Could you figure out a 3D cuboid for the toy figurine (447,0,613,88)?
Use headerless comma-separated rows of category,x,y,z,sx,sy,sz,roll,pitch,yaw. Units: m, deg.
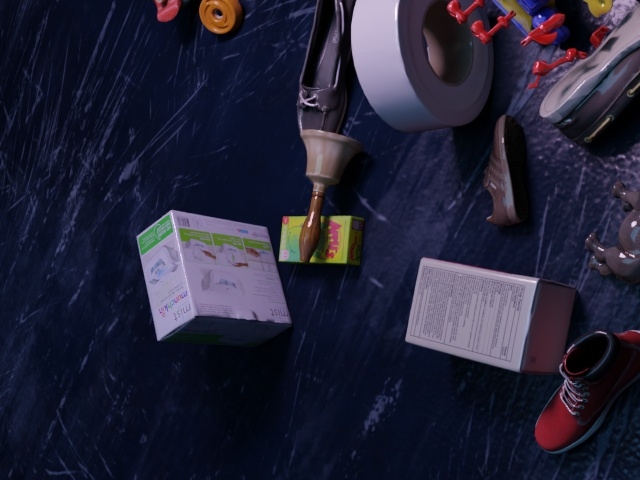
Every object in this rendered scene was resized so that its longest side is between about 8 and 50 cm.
toy figurine,0.295,-0.404,1.655,0.191,0.217,0.362,-44,82,5

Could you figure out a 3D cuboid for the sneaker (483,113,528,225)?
sneaker,0.302,-0.118,1.706,0.071,0.066,0.189,-13,73,42

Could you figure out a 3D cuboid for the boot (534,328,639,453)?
boot,0.374,0.225,1.503,0.244,0.176,0.088,-55,53,23

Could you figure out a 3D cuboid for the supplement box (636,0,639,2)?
supplement box,0.468,-0.440,1.525,0.080,0.188,0.104,-27,65,38

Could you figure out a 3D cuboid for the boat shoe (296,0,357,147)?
boat shoe,0.002,-0.345,2.004,0.112,0.095,0.335,17,94,43

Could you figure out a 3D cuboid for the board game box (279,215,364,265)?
board game box,0.000,0.000,1.980,0.181,0.043,0.092,1,83,43

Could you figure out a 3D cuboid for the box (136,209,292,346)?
box,-0.207,0.081,2.009,0.126,0.261,0.231,-33,63,35

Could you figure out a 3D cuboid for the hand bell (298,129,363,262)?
hand bell,-0.005,-0.078,1.928,0.126,0.126,0.242,9,83,43

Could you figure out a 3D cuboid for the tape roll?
tape roll,0.179,-0.328,1.711,0.100,0.286,0.286,-5,79,43

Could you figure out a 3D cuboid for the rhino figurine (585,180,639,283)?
rhino figurine,0.491,-0.046,1.514,0.106,0.073,0.243,35,105,45

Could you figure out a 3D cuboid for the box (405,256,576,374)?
box,0.275,0.121,1.646,0.232,0.126,0.149,11,90,43

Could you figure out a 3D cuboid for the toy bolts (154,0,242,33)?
toy bolts,-0.267,-0.576,2.306,0.228,0.158,0.218,-16,112,30

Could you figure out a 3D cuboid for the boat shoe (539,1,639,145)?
boat shoe,0.485,-0.277,1.544,0.324,0.096,0.117,-44,17,25
